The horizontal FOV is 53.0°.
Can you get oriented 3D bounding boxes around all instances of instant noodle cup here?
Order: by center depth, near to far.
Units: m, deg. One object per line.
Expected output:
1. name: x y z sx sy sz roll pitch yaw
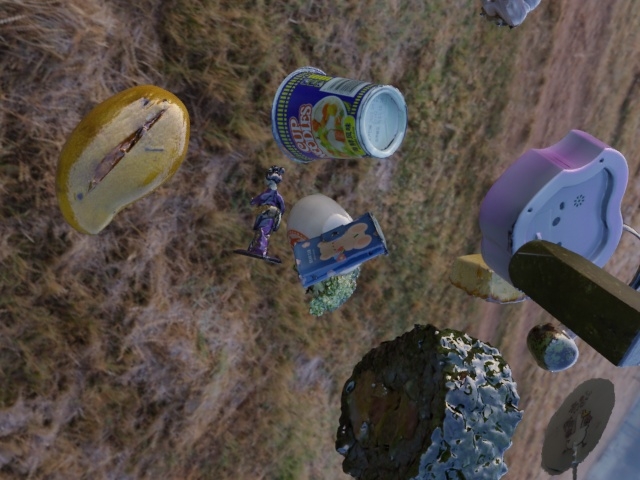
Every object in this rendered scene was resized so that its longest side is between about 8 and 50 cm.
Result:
1. instant noodle cup: 0.065 -0.341 1.790 0.284 0.312 0.284 -14 111 -42

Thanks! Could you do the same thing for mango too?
1. mango: -0.346 -0.149 1.123 0.177 0.120 0.295 44 67 -20

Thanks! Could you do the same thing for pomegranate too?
1. pomegranate: 0.624 0.268 1.699 0.163 0.138 0.125 -40 165 -20

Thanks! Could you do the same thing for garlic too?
1. garlic: 0.473 -0.695 1.736 0.207 0.257 0.207 -52 177 -4

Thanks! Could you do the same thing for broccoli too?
1. broccoli: -0.007 0.120 2.222 0.243 0.247 0.263 30 90 -52

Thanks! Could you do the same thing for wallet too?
1. wallet: 0.043 0.021 1.420 0.202 0.141 0.059 -24 123 5

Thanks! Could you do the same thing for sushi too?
1. sushi: 0.176 0.316 1.113 0.352 0.178 0.294 -39 -144 57

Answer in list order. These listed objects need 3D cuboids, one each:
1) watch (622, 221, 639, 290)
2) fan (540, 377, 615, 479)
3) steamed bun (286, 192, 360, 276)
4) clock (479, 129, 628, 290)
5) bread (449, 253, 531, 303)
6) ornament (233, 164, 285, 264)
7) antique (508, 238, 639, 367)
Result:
1. watch: 0.672 0.053 1.504 0.206 0.193 0.068 -35 172 22
2. fan: 0.497 0.418 1.257 0.233 0.012 0.414 -60 177 35
3. steamed bun: 0.000 0.000 1.641 0.145 0.232 0.231 -38 146 -17
4. clock: 0.487 -0.045 1.306 0.339 0.102 0.338 -14 125 -20
5. bread: 0.531 0.101 1.816 0.275 0.185 0.114 -3 102 -24
6. ornament: -0.119 -0.056 1.331 0.088 0.081 0.203 15 81 -72
7. antique: 0.361 0.075 0.892 0.081 0.221 0.080 5 117 -38
